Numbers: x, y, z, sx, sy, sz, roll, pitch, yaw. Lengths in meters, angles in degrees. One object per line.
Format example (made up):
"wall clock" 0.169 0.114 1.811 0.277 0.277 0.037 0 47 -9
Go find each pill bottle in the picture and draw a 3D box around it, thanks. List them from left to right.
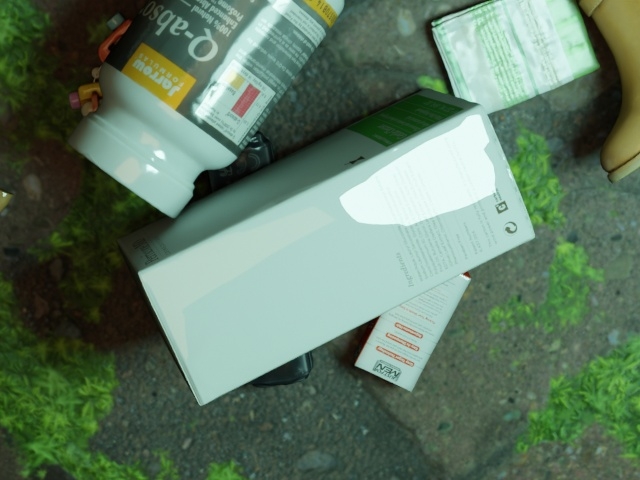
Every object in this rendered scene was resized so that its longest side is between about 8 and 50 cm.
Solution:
"pill bottle" -0.115 -0.171 1.653 0.162 0.162 0.278 36 88 -9

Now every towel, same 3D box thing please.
"towel" 0.201 -0.201 1.749 0.152 0.023 0.113 -21 106 2

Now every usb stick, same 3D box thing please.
"usb stick" -0.065 0.024 1.785 0.077 0.045 0.278 -9 104 5

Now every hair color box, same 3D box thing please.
"hair color box" 0.097 0.082 1.803 0.072 0.043 0.141 26 101 -7

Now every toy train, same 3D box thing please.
"toy train" -0.188 -0.145 1.740 0.125 0.046 0.166 -36 102 8

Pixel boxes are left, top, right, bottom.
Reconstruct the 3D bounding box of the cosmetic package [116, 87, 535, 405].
"cosmetic package" 0.000 0.000 1.668 0.365 0.197 0.155 -26 105 -9

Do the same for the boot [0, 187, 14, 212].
"boot" -0.405 0.062 1.785 0.264 0.096 0.280 32 94 -1

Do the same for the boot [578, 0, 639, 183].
"boot" 0.304 -0.221 1.688 0.220 0.109 0.283 35 92 -5
